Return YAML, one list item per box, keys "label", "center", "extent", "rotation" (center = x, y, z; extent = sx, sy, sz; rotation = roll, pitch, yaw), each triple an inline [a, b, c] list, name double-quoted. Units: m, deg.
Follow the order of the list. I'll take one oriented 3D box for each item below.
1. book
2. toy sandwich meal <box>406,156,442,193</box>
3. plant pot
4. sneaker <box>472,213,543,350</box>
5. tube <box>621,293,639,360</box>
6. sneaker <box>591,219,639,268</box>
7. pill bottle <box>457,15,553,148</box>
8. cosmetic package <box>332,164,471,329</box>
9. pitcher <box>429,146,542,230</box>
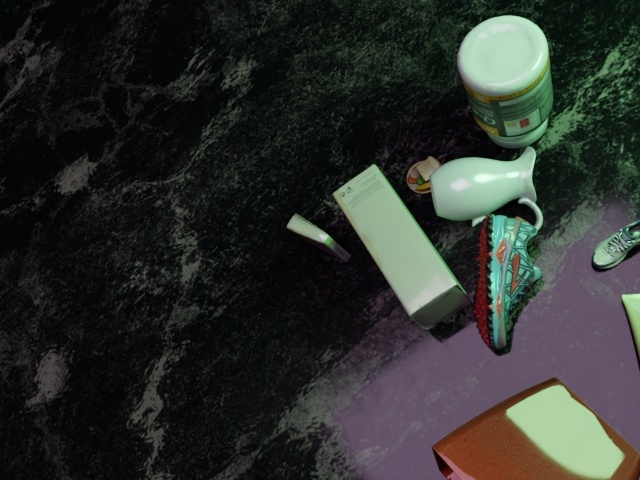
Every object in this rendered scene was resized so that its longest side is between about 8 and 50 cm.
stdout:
- label: "book"
  center: [0.000, 0.000, 1.447]
  extent: [0.096, 0.144, 0.035]
  rotation: [29, 85, 27]
- label: "toy sandwich meal"
  center: [0.225, -0.142, 1.471]
  extent: [0.086, 0.029, 0.085]
  rotation: [-7, 70, 19]
- label: "plant pot"
  center: [0.367, 0.385, 1.119]
  extent: [0.236, 0.267, 0.267]
  rotation: [-41, 62, -8]
- label: "sneaker"
  center: [0.366, 0.082, 1.295]
  extent: [0.125, 0.104, 0.261]
  rotation: [4, 89, -3]
- label: "tube"
  center: [0.600, 0.205, 1.193]
  extent: [0.070, 0.062, 0.240]
  rotation: [10, 64, -21]
- label: "sneaker"
  center: [0.566, 0.000, 1.271]
  extent: [0.135, 0.058, 0.052]
  rotation: [-38, 63, 6]
- label: "pill bottle"
  center: [0.369, -0.296, 1.326]
  extent: [0.162, 0.278, 0.162]
  rotation: [-7, 69, 19]
- label: "cosmetic package"
  center: [0.163, 0.014, 1.372]
  extent: [0.113, 0.160, 0.309]
  rotation: [-34, 62, 9]
- label: "pitcher"
  center: [0.335, -0.085, 1.368]
  extent: [0.207, 0.125, 0.177]
  rotation: [-10, 84, 7]
